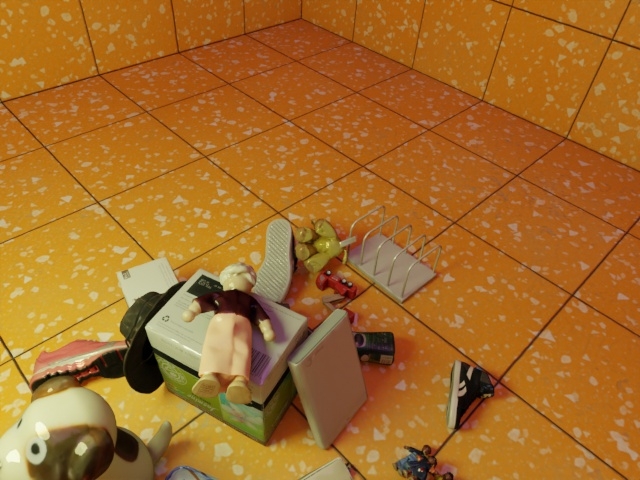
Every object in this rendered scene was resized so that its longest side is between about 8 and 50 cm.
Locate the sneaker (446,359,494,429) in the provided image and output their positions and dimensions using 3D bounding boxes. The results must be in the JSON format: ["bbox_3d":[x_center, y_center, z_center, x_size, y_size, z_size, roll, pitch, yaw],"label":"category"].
[{"bbox_3d":[0.421,0.434,1.365,0.121,0.079,0.217,13,43,11],"label":"sneaker"}]

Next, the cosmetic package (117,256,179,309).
[{"bbox_3d":[-0.498,0.181,1.472,0.151,0.184,0.151,-20,49,-24],"label":"cosmetic package"}]

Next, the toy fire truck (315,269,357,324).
[{"bbox_3d":[0.050,0.185,1.617,0.192,0.047,0.135,27,49,22],"label":"toy fire truck"}]

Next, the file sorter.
[{"bbox_3d":[0.251,0.037,1.701,0.192,0.173,0.277,-31,54,-31],"label":"file sorter"}]

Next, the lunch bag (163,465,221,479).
[{"bbox_3d":[-0.293,0.652,1.050,0.243,0.115,0.303,16,45,15],"label":"lunch bag"}]

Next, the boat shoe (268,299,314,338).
[{"bbox_3d":[-0.144,0.255,1.486,0.355,0.132,0.130,37,42,18],"label":"boat shoe"}]

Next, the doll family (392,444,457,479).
[{"bbox_3d":[0.268,0.575,1.209,0.111,0.076,0.193,-26,48,-22],"label":"doll family"}]

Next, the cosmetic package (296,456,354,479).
[{"bbox_3d":[-0.002,0.561,1.005,0.113,0.310,0.160,-21,66,-25],"label":"cosmetic package"}]

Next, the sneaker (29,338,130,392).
[{"bbox_3d":[-0.639,0.315,1.370,0.313,0.116,0.136,-13,43,-20],"label":"sneaker"}]

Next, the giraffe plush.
[{"bbox_3d":[0.000,0.000,1.715,0.210,0.182,0.170,-6,14,-15],"label":"giraffe plush"}]

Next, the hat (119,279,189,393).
[{"bbox_3d":[-0.447,0.235,1.309,0.133,0.332,0.331,23,46,15],"label":"hat"}]

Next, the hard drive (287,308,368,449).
[{"bbox_3d":[0.028,0.355,1.252,0.040,0.308,0.203,13,40,39],"label":"hard drive"}]

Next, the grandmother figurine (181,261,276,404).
[{"bbox_3d":[-0.204,0.182,1.099,0.207,0.104,0.343,23,40,-19],"label":"grandmother figurine"}]

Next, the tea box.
[{"bbox_3d":[-0.226,0.301,1.267,0.328,0.324,0.220,22,49,18],"label":"tea box"}]

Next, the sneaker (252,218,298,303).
[{"bbox_3d":[-0.141,0.097,1.651,0.126,0.127,0.322,7,68,10],"label":"sneaker"}]

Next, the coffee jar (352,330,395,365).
[{"bbox_3d":[0.126,0.317,1.462,0.184,0.079,0.096,5,46,-2],"label":"coffee jar"}]

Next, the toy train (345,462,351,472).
[{"bbox_3d":[0.022,0.602,1.191,0.036,0.027,0.158,38,53,25],"label":"toy train"}]

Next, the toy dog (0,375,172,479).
[{"bbox_3d":[-0.495,0.471,1.004,0.395,0.408,0.285,-20,49,-24],"label":"toy dog"}]
